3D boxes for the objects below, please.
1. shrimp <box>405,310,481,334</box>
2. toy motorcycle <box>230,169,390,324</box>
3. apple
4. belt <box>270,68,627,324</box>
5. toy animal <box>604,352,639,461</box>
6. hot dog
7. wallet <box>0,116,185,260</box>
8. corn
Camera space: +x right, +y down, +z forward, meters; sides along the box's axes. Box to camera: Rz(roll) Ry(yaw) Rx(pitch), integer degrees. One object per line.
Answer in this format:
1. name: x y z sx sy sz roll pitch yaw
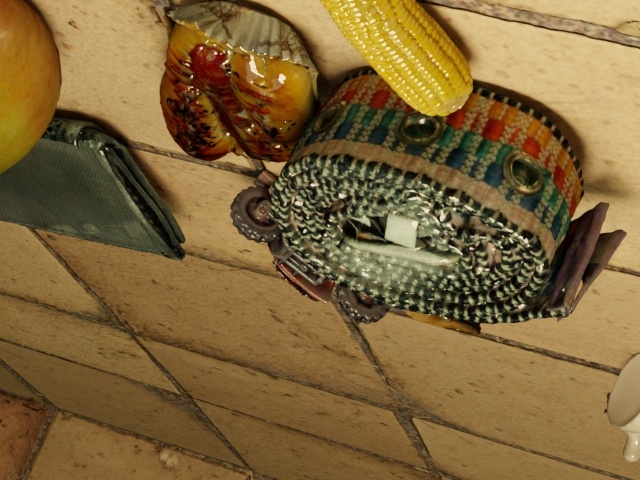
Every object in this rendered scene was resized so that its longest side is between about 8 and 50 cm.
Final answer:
1. shrimp: 0.162 0.045 1.704 0.254 0.145 0.059 41 -171 -46
2. toy motorcycle: 0.000 0.000 1.818 0.212 0.118 0.084 38 142 -7
3. apple: -0.384 -0.167 1.636 0.261 0.194 0.261 18 161 7
4. belt: 0.111 -0.048 1.481 0.295 0.160 0.206 9 139 30
5. toy animal: 0.444 0.230 1.907 0.221 0.130 0.104 26 147 -19
6. hot dog: -0.078 -0.140 1.549 0.163 0.081 0.270 19 160 4
7. wallet: -0.338 -0.087 1.993 0.342 0.075 0.237 12 152 34
8. corn: 0.059 -0.172 1.333 0.067 0.067 0.206 4 152 42
